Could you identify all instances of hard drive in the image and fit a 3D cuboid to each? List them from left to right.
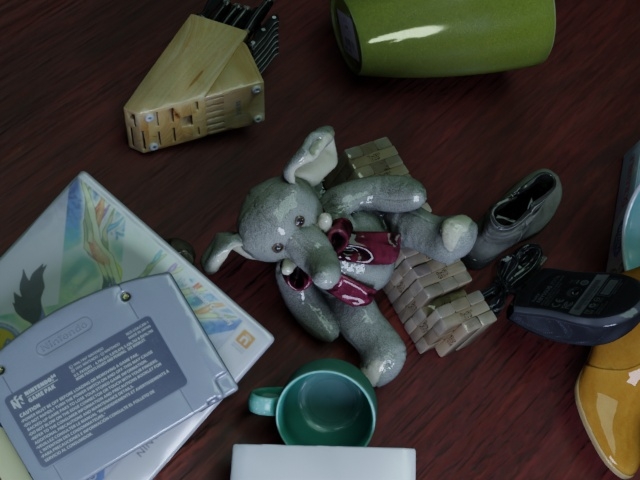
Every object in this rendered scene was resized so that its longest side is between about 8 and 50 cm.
[{"bbox_3d":[-0.003,0.428,1.532,0.233,0.047,0.353,1,67,4],"label":"hard drive"}]

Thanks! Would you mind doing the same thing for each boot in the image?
[{"bbox_3d":[0.319,-0.056,1.910,0.083,0.161,0.246,47,57,6],"label":"boot"},{"bbox_3d":[0.472,0.174,1.810,0.104,0.211,0.295,20,51,-44],"label":"boot"}]

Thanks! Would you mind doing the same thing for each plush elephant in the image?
[{"bbox_3d":[0.000,0.000,1.687,0.330,0.272,0.255,44,20,27],"label":"plush elephant"}]

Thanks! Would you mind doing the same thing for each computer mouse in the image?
[{"bbox_3d":[0.359,0.094,1.832,0.188,0.272,0.072,-41,124,-32],"label":"computer mouse"}]

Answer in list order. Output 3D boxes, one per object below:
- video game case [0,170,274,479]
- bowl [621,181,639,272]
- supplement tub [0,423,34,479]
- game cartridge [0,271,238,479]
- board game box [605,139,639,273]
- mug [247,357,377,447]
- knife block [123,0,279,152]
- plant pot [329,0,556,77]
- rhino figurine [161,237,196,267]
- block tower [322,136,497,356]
[{"bbox_3d":[-0.278,0.128,1.583,0.329,0.036,0.300,41,82,3],"label":"video game case"},{"bbox_3d":[0.624,0.007,1.863,0.163,0.311,0.311,-7,65,-44],"label":"bowl"},{"bbox_3d":[-0.393,0.360,1.365,0.235,0.235,0.324,-27,75,-30],"label":"supplement tub"},{"bbox_3d":[-0.276,0.173,1.533,0.297,0.062,0.198,-30,81,-7],"label":"game cartridge"},{"bbox_3d":[0.626,0.029,2.040,0.318,0.066,0.318,23,59,-8],"label":"board game box"},{"bbox_3d":[0.000,0.213,1.662,0.158,0.097,0.129,41,100,-1],"label":"mug"},{"bbox_3d":[-0.183,-0.271,1.866,0.276,0.088,0.242,-17,55,-14],"label":"knife block"},{"bbox_3d":[0.175,-0.366,1.983,0.294,0.275,0.274,-19,71,-12],"label":"plant pot"},{"bbox_3d":[-0.273,0.023,1.679,0.243,0.106,0.073,8,101,-16],"label":"rhino figurine"},{"bbox_3d":[0.122,0.004,1.839,0.091,0.097,0.335,-20,71,-34],"label":"block tower"}]
